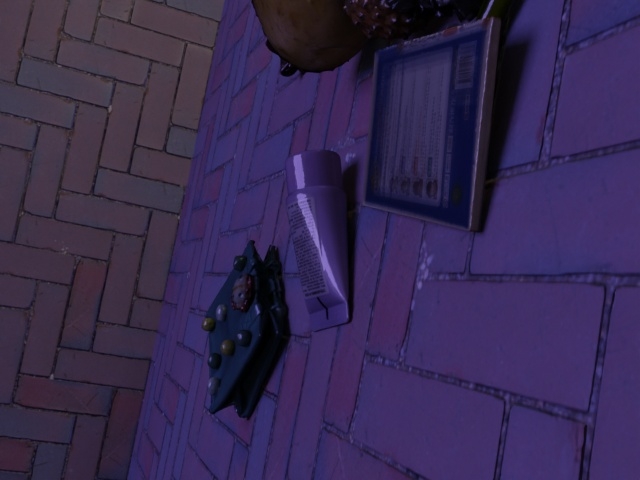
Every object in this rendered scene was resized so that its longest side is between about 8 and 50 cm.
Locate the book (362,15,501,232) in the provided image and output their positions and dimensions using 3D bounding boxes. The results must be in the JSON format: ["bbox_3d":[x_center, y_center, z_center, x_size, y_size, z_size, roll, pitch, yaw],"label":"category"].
[{"bbox_3d":[0.124,-0.139,0.914,0.322,0.018,0.228,-154,67,-71],"label":"book"}]

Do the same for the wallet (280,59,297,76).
[{"bbox_3d":[-0.044,-0.478,1.611,0.133,0.039,0.243,-42,40,39],"label":"wallet"}]

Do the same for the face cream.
[{"bbox_3d":[0.000,0.000,1.150,0.154,0.096,0.273,154,113,-63],"label":"face cream"}]

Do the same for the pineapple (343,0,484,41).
[{"bbox_3d":[0.127,-0.319,0.943,0.248,0.128,0.128,27,104,64],"label":"pineapple"}]

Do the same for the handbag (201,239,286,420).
[{"bbox_3d":[-0.160,0.173,1.449,0.268,0.100,0.274,-99,28,-48],"label":"handbag"}]

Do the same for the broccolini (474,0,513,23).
[{"bbox_3d":[0.232,-0.400,0.770,0.074,0.079,0.392,-41,-25,-63],"label":"broccolini"}]

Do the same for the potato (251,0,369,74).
[{"bbox_3d":[0.004,-0.402,1.133,0.242,0.243,0.285,-147,62,-70],"label":"potato"}]
